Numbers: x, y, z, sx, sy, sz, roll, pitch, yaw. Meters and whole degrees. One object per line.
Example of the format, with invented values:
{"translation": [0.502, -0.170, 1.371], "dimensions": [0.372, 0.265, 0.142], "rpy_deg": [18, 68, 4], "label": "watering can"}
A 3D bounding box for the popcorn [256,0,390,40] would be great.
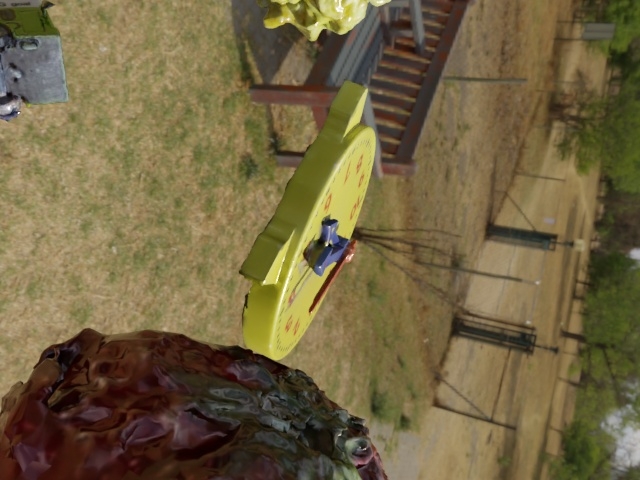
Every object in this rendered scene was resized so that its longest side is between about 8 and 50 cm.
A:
{"translation": [0.001, -0.377, 0.832], "dimensions": [0.167, 0.186, 0.187], "rpy_deg": [56, 46, -31], "label": "popcorn"}

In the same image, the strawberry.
{"translation": [-0.088, 0.183, 0.361], "dimensions": [0.220, 0.274, 0.274], "rpy_deg": [-51, 159, 9], "label": "strawberry"}

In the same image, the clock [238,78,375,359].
{"translation": [0.004, 0.002, 0.656], "dimensions": [0.293, 0.071, 0.277], "rpy_deg": [84, 30, -71], "label": "clock"}

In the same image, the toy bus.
{"translation": [-0.452, -0.210, 0.660], "dimensions": [0.302, 0.139, 0.113], "rpy_deg": [-12, 140, -25], "label": "toy bus"}
